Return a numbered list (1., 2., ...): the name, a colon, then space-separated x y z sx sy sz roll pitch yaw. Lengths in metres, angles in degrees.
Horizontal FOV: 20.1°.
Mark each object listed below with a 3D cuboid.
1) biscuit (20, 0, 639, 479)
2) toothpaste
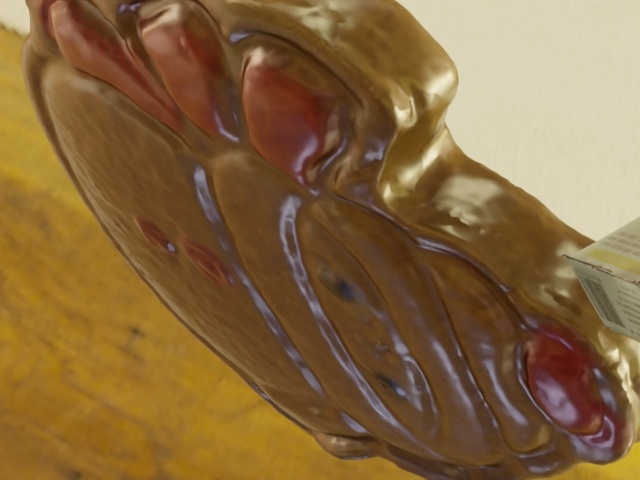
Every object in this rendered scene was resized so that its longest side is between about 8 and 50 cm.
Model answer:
1. biscuit: 0.000 0.000 0.875 0.381 0.074 0.359 25 -28 42
2. toothpaste: 0.128 0.018 0.604 0.046 0.164 0.034 -30 -80 -5
